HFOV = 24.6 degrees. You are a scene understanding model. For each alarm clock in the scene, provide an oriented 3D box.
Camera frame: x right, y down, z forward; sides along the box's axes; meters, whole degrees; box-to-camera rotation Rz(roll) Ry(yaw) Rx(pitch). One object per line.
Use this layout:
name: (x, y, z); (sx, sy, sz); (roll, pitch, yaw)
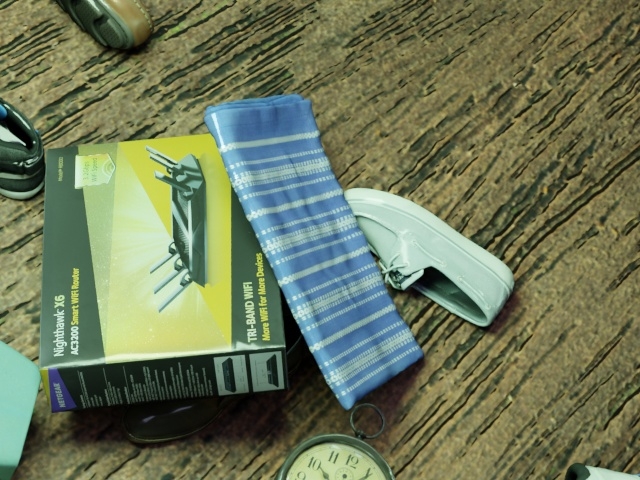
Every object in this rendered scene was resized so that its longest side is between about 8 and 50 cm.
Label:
alarm clock: (0.021, 0.257, 1.551); (0.129, 0.064, 0.192); (27, 64, 1)

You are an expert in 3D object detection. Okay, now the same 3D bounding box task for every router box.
router box: (-0.166, 0.025, 1.541); (0.242, 0.081, 0.309); (-6, 49, -3)

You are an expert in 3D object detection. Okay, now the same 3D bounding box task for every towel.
towel: (0.000, 0.000, 1.561); (0.336, 0.040, 0.243); (64, 22, 3)

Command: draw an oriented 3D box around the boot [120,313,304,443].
boot: (-0.110, 0.138, 1.554); (0.219, 0.106, 0.082); (-27, 73, -24)

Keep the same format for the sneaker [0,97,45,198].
sneaker: (-0.399, -0.130, 1.609); (0.216, 0.121, 0.079); (21, 60, -3)

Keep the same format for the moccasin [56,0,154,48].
moccasin: (-0.292, -0.392, 1.770); (0.147, 0.139, 0.380); (-25, 63, -14)

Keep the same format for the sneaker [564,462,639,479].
sneaker: (0.273, 0.364, 1.537); (0.182, 0.127, 0.316); (16, 54, -1)

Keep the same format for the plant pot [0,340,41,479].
plant pot: (-0.404, 0.160, 1.444); (0.234, 0.165, 0.166); (18, 61, -12)

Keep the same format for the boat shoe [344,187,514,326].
boat shoe: (0.113, 0.022, 1.683); (0.227, 0.079, 0.081); (30, 56, -2)

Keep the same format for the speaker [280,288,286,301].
speaker: (-0.047, 0.002, 1.669); (0.055, 0.055, 0.136); (19, 62, -4)
